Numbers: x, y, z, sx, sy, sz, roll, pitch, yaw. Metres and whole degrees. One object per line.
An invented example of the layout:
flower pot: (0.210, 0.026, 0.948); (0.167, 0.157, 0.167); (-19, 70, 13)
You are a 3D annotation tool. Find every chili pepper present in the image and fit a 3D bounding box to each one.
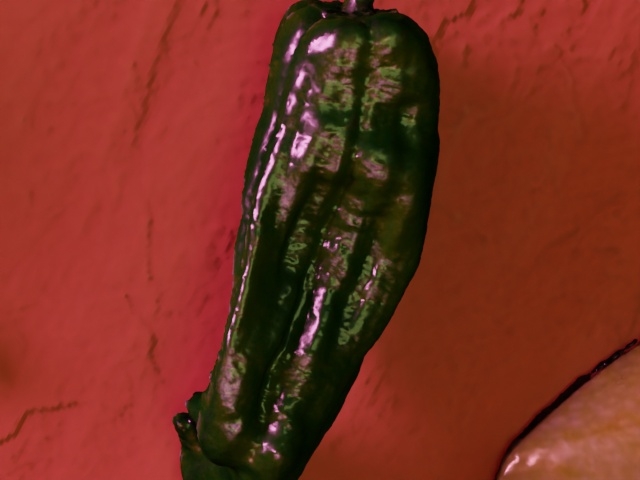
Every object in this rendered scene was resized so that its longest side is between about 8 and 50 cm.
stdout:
chili pepper: (-0.005, -0.001, 0.754); (0.100, 0.074, 0.257); (11, 96, -18)

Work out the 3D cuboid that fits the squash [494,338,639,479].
squash: (0.197, 0.121, 0.865); (0.204, 0.155, 0.237); (-7, 101, -53)
